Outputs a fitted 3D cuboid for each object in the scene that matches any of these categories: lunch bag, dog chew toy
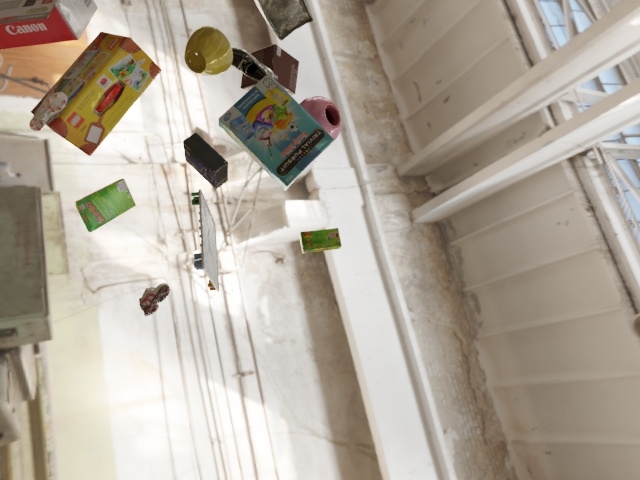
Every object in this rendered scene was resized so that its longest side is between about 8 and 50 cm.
[{"bbox_3d":[-0.167,-0.870,1.453,0.168,0.287,0.236,-28,-120,11],"label":"lunch bag"},{"bbox_3d":[-0.071,-0.472,1.855,0.331,0.206,0.207,-13,-96,42],"label":"dog chew toy"}]

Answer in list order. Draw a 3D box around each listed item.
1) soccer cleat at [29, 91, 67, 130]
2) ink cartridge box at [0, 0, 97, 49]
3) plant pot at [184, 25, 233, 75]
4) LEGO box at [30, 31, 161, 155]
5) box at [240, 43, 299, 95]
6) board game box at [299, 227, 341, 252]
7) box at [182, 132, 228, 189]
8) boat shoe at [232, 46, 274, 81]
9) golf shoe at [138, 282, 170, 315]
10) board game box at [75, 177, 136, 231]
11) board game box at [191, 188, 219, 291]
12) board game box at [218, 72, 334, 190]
[{"bbox_3d":[-1.085,-0.518,1.745,0.196,0.068,0.076,-46,-135,5],"label":"soccer cleat"},{"bbox_3d":[-0.970,-0.755,1.489,0.130,0.308,0.272,74,17,-55],"label":"ink cartridge box"},{"bbox_3d":[-0.329,-0.522,1.242,0.134,0.134,0.095,-58,-176,44],"label":"plant pot"},{"bbox_3d":[-1.010,-0.669,1.975,0.372,0.193,0.500,29,-100,40],"label":"LEGO box"},{"bbox_3d":[-0.232,-0.759,2.013,0.203,0.167,0.169,1,-99,38],"label":"box"},{"bbox_3d":[0.000,0.000,2.025,0.043,0.181,0.092,118,-36,-67],"label":"board game box"},{"bbox_3d":[-0.634,-0.439,2.438,0.261,0.103,0.184,43,-29,10],"label":"box"},{"bbox_3d":[-0.286,-0.693,1.735,0.219,0.070,0.078,30,-63,1],"label":"boat shoe"},{"bbox_3d":[-0.622,0.204,1.623,0.186,0.067,0.086,-44,-102,32],"label":"golf shoe"},{"bbox_3d":[-0.847,-0.141,1.732,0.039,0.259,0.124,-4,-64,22],"label":"board game box"},{"bbox_3d":[-0.554,0.013,2.122,0.390,0.050,0.391,95,-13,-67],"label":"board game box"},{"bbox_3d":[-0.158,-0.391,1.591,0.336,0.254,0.079,44,-13,-4],"label":"board game box"}]
